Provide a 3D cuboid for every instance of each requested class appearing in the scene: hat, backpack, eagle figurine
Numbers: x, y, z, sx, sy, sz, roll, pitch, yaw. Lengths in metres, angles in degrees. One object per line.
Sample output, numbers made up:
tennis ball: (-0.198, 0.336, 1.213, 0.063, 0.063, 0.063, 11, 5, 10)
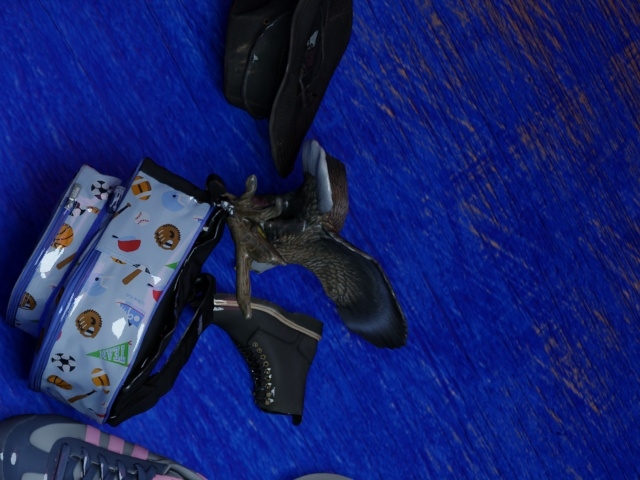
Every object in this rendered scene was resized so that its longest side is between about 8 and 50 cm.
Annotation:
hat: (-0.058, -0.253, 1.896, 0.134, 0.331, 0.331, 15, 63, 10)
backpack: (-0.229, 0.062, 1.624, 0.213, 0.276, 0.263, 18, 62, 0)
eagle figurine: (-0.008, 0.001, 1.819, 0.298, 0.225, 0.226, 15, 88, -44)

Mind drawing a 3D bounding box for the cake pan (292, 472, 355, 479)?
cake pan: (-0.005, 0.441, 1.845, 0.293, 0.054, 0.293, 10, 73, -37)

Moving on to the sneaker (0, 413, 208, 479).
sneaker: (-0.223, 0.260, 1.611, 0.319, 0.131, 0.112, 27, 68, -50)

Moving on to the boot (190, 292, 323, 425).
boot: (-0.082, 0.148, 1.843, 0.198, 0.077, 0.137, 18, 74, -34)
